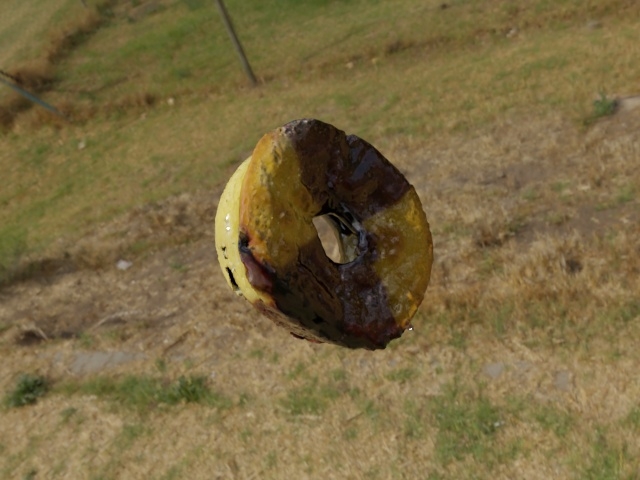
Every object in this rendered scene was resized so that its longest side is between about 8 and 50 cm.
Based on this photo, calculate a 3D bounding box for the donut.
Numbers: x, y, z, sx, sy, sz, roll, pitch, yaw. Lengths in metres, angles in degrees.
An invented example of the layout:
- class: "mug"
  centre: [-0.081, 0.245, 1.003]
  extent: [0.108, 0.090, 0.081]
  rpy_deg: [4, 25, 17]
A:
- class: "donut"
  centre: [0.000, 0.000, 0.445]
  extent: [0.059, 0.140, 0.140]
  rpy_deg: [-18, 28, 52]
